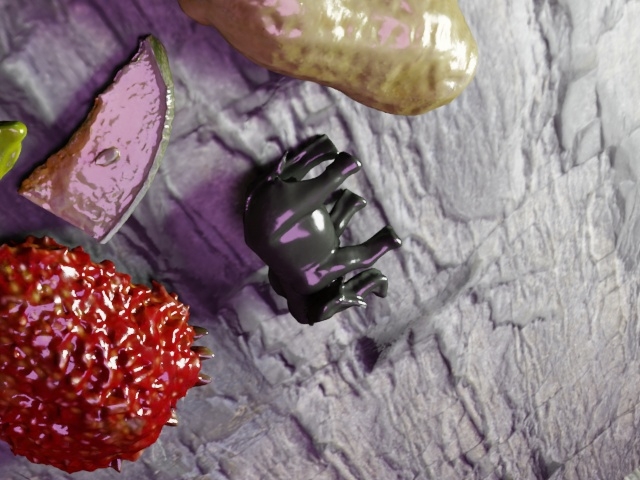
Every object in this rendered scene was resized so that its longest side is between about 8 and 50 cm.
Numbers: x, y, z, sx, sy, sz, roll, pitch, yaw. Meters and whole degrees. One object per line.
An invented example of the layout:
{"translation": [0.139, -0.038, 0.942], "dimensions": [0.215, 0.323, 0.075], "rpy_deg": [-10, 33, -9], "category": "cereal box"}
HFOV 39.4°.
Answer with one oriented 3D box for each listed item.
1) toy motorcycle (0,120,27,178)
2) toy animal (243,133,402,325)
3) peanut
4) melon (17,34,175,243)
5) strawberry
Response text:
{"translation": [-0.291, -0.118, 0.579], "dimensions": [0.142, 0.206, 0.342], "rpy_deg": [-12, 121, -4], "category": "toy motorcycle"}
{"translation": [-0.002, -0.001, 0.979], "dimensions": [0.146, 0.114, 0.245], "rpy_deg": [-41, 119, -10], "category": "toy animal"}
{"translation": [0.020, -0.205, 0.783], "dimensions": [0.319, 0.147, 0.147], "rpy_deg": [14, 117, -39], "category": "peanut"}
{"translation": [-0.177, -0.089, 0.802], "dimensions": [0.098, 0.054, 0.182], "rpy_deg": [36, 100, -35], "category": "melon"}
{"translation": [-0.249, 0.134, 0.871], "dimensions": [0.233, 0.138, 0.306], "rpy_deg": [-45, 142, 7], "category": "strawberry"}
